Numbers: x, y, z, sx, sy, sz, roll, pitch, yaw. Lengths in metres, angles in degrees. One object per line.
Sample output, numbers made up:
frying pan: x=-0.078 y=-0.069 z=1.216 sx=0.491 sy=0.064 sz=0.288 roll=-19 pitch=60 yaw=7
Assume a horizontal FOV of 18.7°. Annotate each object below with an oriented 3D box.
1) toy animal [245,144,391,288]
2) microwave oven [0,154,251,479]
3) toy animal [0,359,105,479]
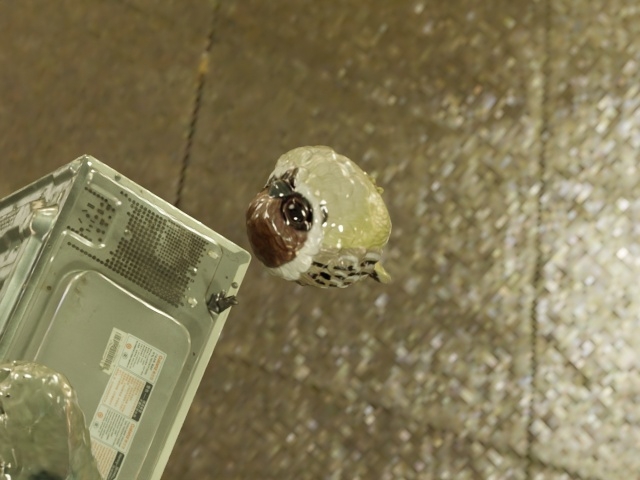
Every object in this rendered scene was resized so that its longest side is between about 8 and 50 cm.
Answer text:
toy animal: x=0.000 y=0.000 z=1.329 sx=0.098 sy=0.137 sz=0.098 roll=-12 pitch=41 yaw=11
microwave oven: x=-0.173 y=0.091 z=1.221 sx=0.145 sy=0.194 sz=0.240 roll=31 pitch=65 yaw=-19
toy animal: x=-0.112 y=0.161 z=0.714 sx=0.079 sy=0.253 sz=0.070 roll=-13 pitch=23 yaw=-41
